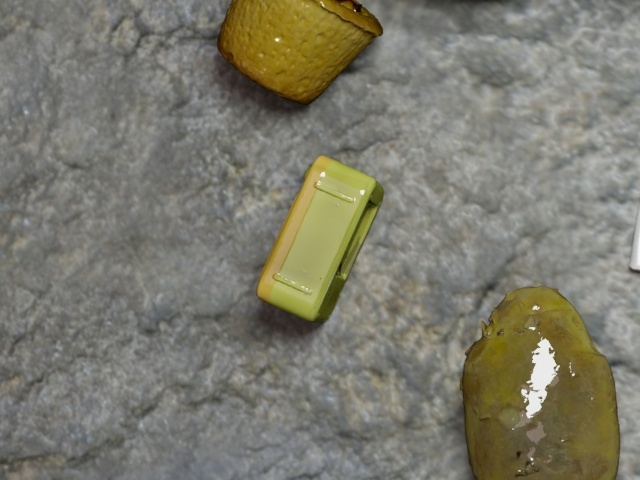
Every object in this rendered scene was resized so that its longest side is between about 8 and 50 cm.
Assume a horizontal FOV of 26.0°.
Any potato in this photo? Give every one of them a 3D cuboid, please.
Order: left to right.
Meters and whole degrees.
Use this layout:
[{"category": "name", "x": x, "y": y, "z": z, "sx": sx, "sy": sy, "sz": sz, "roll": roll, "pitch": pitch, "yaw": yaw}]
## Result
[{"category": "potato", "x": 0.270, "y": 0.204, "z": 1.719, "sx": 0.191, "sy": 0.141, "sz": 0.296, "roll": -7, "pitch": 80, "yaw": 10}]

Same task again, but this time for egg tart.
[{"category": "egg tart", "x": -0.034, "y": -0.285, "z": 1.819, "sx": 0.215, "sy": 0.215, "sz": 0.171, "roll": 38, "pitch": 104, "yaw": 15}]

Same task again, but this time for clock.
[{"category": "clock", "x": 0.000, "y": 0.000, "z": 1.804, "sx": 0.096, "sy": 0.143, "sz": 0.202, "roll": 23, "pitch": 89, "yaw": 8}]

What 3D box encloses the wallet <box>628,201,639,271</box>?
[{"category": "wallet", "x": 0.431, "y": -0.019, "z": 1.761, "sx": 0.061, "sy": 0.025, "sz": 0.122, "roll": 9, "pitch": 86, "yaw": 16}]
